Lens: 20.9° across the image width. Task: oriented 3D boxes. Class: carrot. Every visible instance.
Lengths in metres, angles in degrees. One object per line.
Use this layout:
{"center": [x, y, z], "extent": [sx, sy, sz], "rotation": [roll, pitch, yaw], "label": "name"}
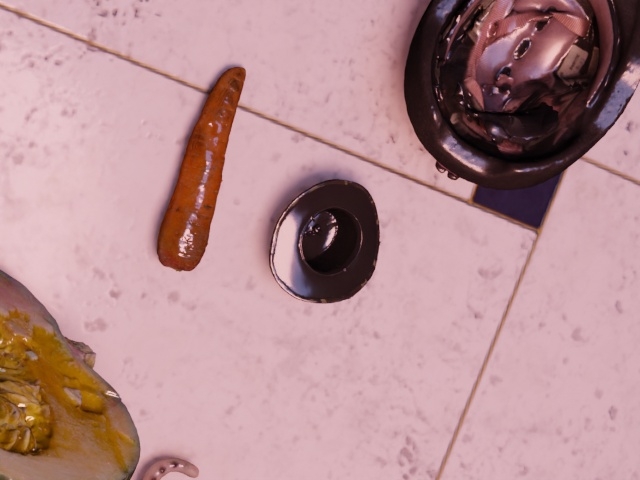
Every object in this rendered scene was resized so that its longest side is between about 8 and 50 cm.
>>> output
{"center": [-0.105, -0.065, 1.542], "extent": [0.047, 0.047, 0.191], "rotation": [15, 89, -23], "label": "carrot"}

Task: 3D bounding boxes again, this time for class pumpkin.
{"center": [-0.313, 0.154, 1.389], "extent": [0.197, 0.293, 0.263], "rotation": [-48, 156, 22], "label": "pumpkin"}

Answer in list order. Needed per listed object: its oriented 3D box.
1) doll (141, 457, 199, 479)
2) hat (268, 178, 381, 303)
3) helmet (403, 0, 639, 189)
{"center": [-0.083, 0.319, 1.591], "extent": [0.278, 0.119, 0.154], "rotation": [35, 86, -13], "label": "doll"}
{"center": [0.000, 0.000, 1.587], "extent": [0.121, 0.050, 0.121], "rotation": [-3, 97, -26], "label": "hat"}
{"center": [0.179, -0.160, 1.576], "extent": [0.198, 0.154, 0.253], "rotation": [32, 68, -4], "label": "helmet"}
